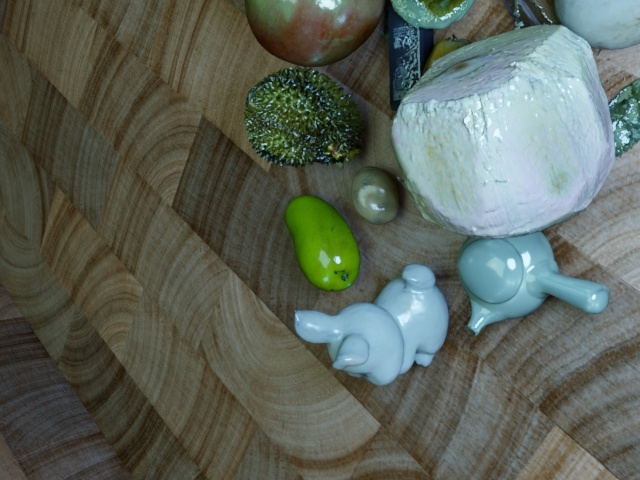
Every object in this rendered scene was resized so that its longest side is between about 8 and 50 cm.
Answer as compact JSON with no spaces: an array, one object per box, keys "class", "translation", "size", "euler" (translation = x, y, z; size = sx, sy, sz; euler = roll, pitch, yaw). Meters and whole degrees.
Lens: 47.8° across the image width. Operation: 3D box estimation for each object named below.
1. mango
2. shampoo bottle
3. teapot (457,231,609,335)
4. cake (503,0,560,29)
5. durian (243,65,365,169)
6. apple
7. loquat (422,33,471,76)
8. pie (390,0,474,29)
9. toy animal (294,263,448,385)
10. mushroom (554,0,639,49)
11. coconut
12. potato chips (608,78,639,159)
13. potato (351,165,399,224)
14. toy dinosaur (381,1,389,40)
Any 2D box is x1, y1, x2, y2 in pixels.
[{"class":"mango","translation":[0.000,0.000,1.818],"size":[0.293,0.142,0.175],"euler":[59,135,33]},{"class":"shampoo bottle","translation":[0.206,-0.378,1.627],"size":[0.098,0.071,0.310],"euler":[2,97,36]},{"class":"teapot","translation":[0.408,0.054,1.436],"size":[0.318,0.149,0.220],"euler":[-19,83,43]},{"class":"cake","translation":[0.411,-0.487,1.401],"size":[0.112,0.116,0.296],"euler":[-23,86,-3]},{"class":"durian","translation":[-0.038,-0.296,1.758],"size":[0.292,0.258,0.258],"euler":[12,103,25]},{"class":"apple","translation":[-0.016,-0.552,1.659],"size":[0.319,0.319,0.277],"euler":[62,157,18]},{"class":"loquat","translation":[0.273,-0.365,1.531],"size":[0.112,0.137,0.137],"euler":[21,109,24]},{"class":"pie","translation":[0.240,-0.539,1.540],"size":[0.186,0.041,0.187],"euler":[-1,84,10]},{"class":"toy animal","translation":[0.118,0.186,1.585],"size":[0.196,0.367,0.241],"euler":[34,128,38]},{"class":"mushroom","translation":[0.510,-0.445,1.256],"size":[0.206,0.206,0.209],"euler":[-8,89,43]},{"class":"coconut","translation":[0.333,-0.167,1.329],"size":[0.404,0.404,0.405],"euler":[6,99,42]},{"class":"potato chips","translation":[0.610,-0.208,1.308],"size":[0.219,0.029,0.202],"euler":[4,97,39]},{"class":"potato","translation":[0.131,-0.109,1.705],"size":[0.112,0.112,0.147],"euler":[-27,85,41]},{"class":"toy dinosaur","translation":[0.158,-0.510,1.687],"size":[0.062,0.021,0.083],"euler":[-42,71,49]}]
